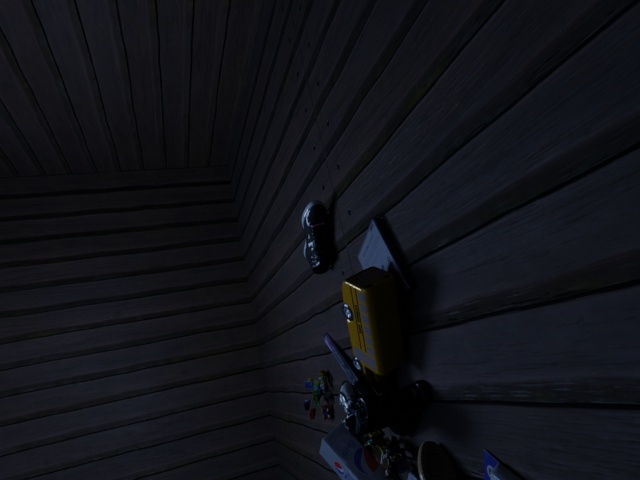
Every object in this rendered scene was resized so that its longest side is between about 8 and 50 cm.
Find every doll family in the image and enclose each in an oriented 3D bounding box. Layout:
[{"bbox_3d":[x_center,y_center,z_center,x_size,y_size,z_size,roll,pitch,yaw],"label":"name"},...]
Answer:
[{"bbox_3d":[0.185,0.581,1.205,0.076,0.111,0.193,-49,59,7],"label":"doll family"}]

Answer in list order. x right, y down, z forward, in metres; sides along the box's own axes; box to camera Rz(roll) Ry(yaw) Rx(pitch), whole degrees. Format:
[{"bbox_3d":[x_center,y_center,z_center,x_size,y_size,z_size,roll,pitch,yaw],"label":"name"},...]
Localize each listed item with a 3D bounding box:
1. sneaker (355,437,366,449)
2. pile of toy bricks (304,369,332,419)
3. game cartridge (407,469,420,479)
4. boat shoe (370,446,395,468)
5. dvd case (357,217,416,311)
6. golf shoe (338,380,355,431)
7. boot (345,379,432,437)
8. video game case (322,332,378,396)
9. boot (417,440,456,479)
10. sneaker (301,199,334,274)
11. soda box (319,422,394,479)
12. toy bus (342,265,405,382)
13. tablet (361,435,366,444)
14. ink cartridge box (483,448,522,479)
[{"bbox_3d":[0.145,0.803,1.482,0.110,0.106,0.276,73,-176,-71],"label":"sneaker"},{"bbox_3d":[-0.008,0.648,1.825,0.105,0.117,0.213,-55,-45,-71],"label":"pile of toy bricks"},{"bbox_3d":[0.264,0.688,1.201,0.056,0.017,0.084,-146,52,-60],"label":"game cartridge"},{"bbox_3d":[0.202,0.654,1.311,0.152,0.049,0.056,164,124,-75],"label":"boat shoe"},{"bbox_3d":[0.178,0.081,1.212,0.179,0.029,0.239,107,149,-49],"label":"dvd case"},{"bbox_3d":[0.119,0.580,1.500,0.093,0.077,0.198,-35,43,30],"label":"golf shoe"},{"bbox_3d":[0.160,0.461,1.130,0.247,0.207,0.094,104,151,-45],"label":"boot"},{"bbox_3d":[0.110,0.417,1.338,0.196,0.026,0.274,51,177,-25],"label":"video game case"},{"bbox_3d":[0.264,0.640,1.018,0.249,0.090,0.207,-95,10,-57],"label":"boot"},{"bbox_3d":[0.000,0.000,1.576,0.147,0.104,0.296,-120,25,-44],"label":"sneaker"},{"bbox_3d":[0.125,0.724,1.343,0.286,0.091,0.098,38,136,33],"label":"soda box"},{"bbox_3d":[0.148,0.241,1.167,0.130,0.108,0.333,20,128,53],"label":"toy bus"},{"bbox_3d":[0.143,0.688,1.540,0.083,0.006,0.054,-132,40,-58],"label":"tablet"},{"bbox_3d":[0.374,0.561,0.816,0.224,0.045,0.224,-164,68,-69],"label":"ink cartridge box"}]
